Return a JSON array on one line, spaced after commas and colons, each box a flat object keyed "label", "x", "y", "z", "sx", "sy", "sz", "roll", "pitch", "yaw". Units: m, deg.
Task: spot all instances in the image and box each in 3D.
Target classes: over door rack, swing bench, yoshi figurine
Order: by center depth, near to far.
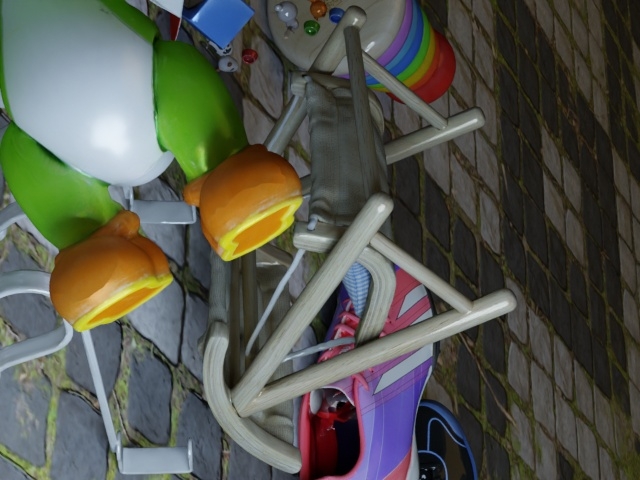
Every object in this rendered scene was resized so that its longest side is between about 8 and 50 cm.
[{"label": "yoshi figurine", "x": -0.161, "y": -0.142, "z": 1.114, "sx": 0.203, "sy": 0.203, "sz": 0.362, "roll": -21, "pitch": 80, "yaw": -42}, {"label": "over door rack", "x": -0.174, "y": 0.006, "z": 1.345, "sx": 0.324, "sy": 0.108, "sz": 0.239, "roll": 65, "pitch": 21, "yaw": -60}, {"label": "swing bench", "x": 0.000, "y": 0.000, "z": 1.524, "sx": 0.165, "sy": 0.254, "sz": 0.253, "roll": 37, "pitch": 29, "yaw": -30}]

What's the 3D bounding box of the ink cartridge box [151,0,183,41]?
[{"label": "ink cartridge box", "x": -0.137, "y": -0.262, "z": 1.593, "sx": 0.179, "sy": 0.045, "sz": 0.145, "roll": 116, "pitch": -28, "yaw": -66}]

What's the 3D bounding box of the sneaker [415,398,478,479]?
[{"label": "sneaker", "x": 0.110, "y": 0.269, "z": 1.863, "sx": 0.090, "sy": 0.081, "sz": 0.232, "roll": 16, "pitch": 64, "yaw": -72}]

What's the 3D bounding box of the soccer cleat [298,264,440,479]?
[{"label": "soccer cleat", "x": 0.037, "y": 0.124, "z": 1.752, "sx": 0.116, "sy": 0.108, "sz": 0.318, "roll": 48, "pitch": 38, "yaw": -42}]

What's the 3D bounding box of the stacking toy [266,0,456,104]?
[{"label": "stacking toy", "x": 0.060, "y": -0.205, "z": 1.981, "sx": 0.330, "sy": 0.141, "sz": 0.141, "roll": 27, "pitch": 53, "yaw": -70}]

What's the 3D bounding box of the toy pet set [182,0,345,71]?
[{"label": "toy pet set", "x": -0.062, "y": -0.187, "z": 1.683, "sx": 0.114, "sy": 0.122, "sz": 0.065, "roll": 39, "pitch": 46, "yaw": -32}]
